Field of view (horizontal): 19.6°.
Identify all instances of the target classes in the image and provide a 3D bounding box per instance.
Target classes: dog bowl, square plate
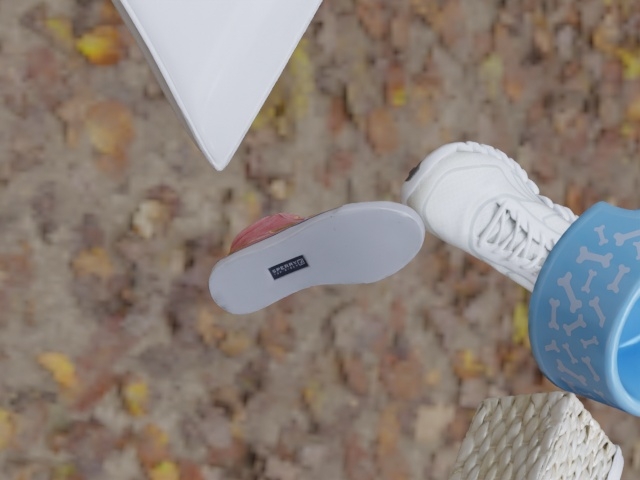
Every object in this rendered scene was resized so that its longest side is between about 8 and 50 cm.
[{"bbox_3d":[0.285,0.010,1.315,0.297,0.074,0.166,-38,129,-12],"label":"dog bowl"},{"bbox_3d":[-0.098,-0.294,1.507,0.347,0.049,0.344,60,44,-39],"label":"square plate"}]

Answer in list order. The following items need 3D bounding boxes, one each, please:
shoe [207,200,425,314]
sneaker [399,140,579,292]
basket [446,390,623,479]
[{"bbox_3d":[0.000,0.000,1.436,0.063,0.178,0.081,65,19,-18],"label":"shoe"},{"bbox_3d":[0.201,-0.008,1.860,0.292,0.118,0.110,26,105,-39],"label":"sneaker"},{"bbox_3d":[0.177,0.221,1.607,0.103,0.113,0.167,55,44,-29],"label":"basket"}]
